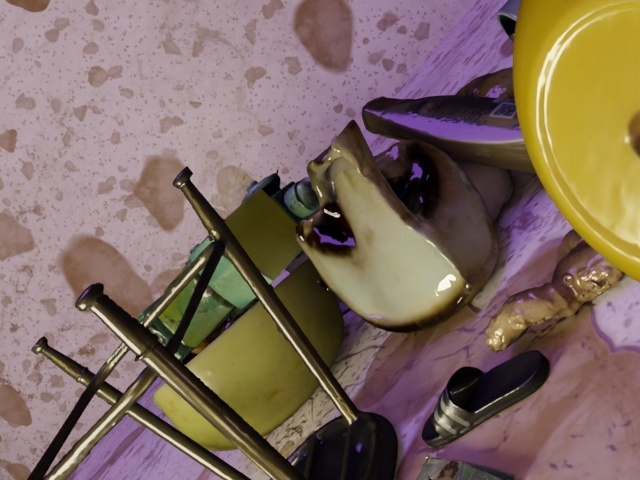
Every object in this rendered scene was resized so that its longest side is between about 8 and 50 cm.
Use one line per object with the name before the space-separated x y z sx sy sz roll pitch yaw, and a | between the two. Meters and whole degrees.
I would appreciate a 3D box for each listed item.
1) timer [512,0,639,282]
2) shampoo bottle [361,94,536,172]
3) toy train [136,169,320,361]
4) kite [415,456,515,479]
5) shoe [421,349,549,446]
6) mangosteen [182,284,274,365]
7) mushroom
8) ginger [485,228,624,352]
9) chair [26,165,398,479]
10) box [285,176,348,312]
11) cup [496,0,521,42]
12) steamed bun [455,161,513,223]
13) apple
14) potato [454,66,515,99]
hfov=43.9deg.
timer | 0.325 -0.131 0.497 0.386 0.376 0.376 -30 2 -23
shampoo bottle | 0.217 -0.171 1.199 0.350 0.084 0.125 14 46 41
toy train | -0.151 0.050 1.339 0.397 0.160 0.253 -43 3 40
kite | 0.103 0.289 0.745 0.229 0.012 0.250 -50 10 21
shoe | 0.162 0.159 0.853 0.179 0.049 0.071 -42 12 39
mangosteen | -0.211 0.192 1.731 0.233 0.288 0.288 -17 26 27
mushroom | 0.101 -0.017 1.159 0.212 0.292 0.217 -46 -5 -42
ginger | 0.274 0.025 0.839 0.259 0.065 0.149 -51 -4 32
chair | -0.148 0.222 0.937 0.362 0.410 0.365 -46 11 19
box | 0.000 0.000 1.619 0.291 0.206 0.262 -36 23 59
cup | 0.435 -0.378 1.164 0.312 0.205 0.205 -48 10 10
steamed bun | 0.202 -0.075 1.294 0.177 0.130 0.228 -54 13 -14
apple | -0.120 0.176 1.344 0.360 0.312 0.320 -39 41 -17
potato | 0.272 -0.209 1.339 0.271 0.111 0.160 180 94 -80
